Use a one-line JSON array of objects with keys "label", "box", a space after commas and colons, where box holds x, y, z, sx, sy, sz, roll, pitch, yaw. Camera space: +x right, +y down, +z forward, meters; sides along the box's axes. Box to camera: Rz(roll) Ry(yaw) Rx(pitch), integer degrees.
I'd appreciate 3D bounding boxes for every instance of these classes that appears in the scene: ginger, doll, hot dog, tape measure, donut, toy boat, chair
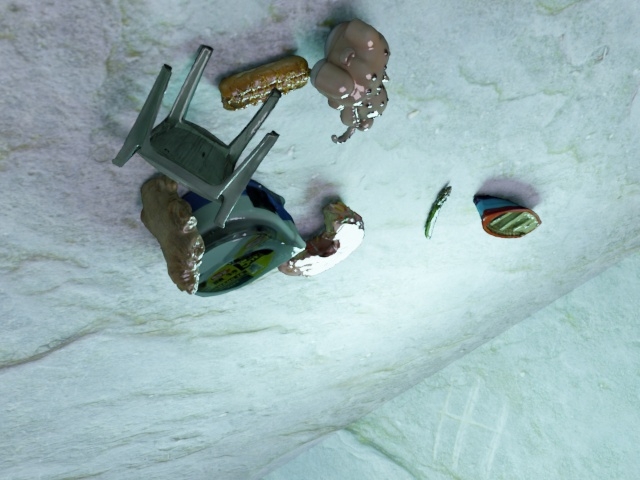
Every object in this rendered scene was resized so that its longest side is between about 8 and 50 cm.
[{"label": "ginger", "box": [-0.263, -0.011, 1.373, 0.074, 0.213, 0.137, -13, 163, -31]}, {"label": "doll", "box": [0.062, -0.270, 1.318, 0.154, 0.119, 0.278, -54, 164, -11]}, {"label": "hot dog", "box": [-0.091, -0.264, 1.268, 0.165, 0.045, 0.071, -21, 152, -14]}, {"label": "tape measure", "box": [-0.191, -0.003, 1.542, 0.259, 0.138, 0.262, -33, 154, 7]}, {"label": "donut", "box": [0.000, 0.000, 1.789, 0.233, 0.085, 0.199, -34, 153, 10]}, {"label": "toy boat", "box": [0.537, -0.068, 2.196, 0.136, 0.079, 0.392, -39, 153, 25]}, {"label": "chair", "box": [-0.194, -0.149, 1.205, 0.203, 0.190, 0.274, 33, 121, -11]}]

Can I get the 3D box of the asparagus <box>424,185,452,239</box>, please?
[{"label": "asparagus", "box": [0.311, -0.071, 2.028, 0.034, 0.027, 0.236, -23, 154, -21]}]
